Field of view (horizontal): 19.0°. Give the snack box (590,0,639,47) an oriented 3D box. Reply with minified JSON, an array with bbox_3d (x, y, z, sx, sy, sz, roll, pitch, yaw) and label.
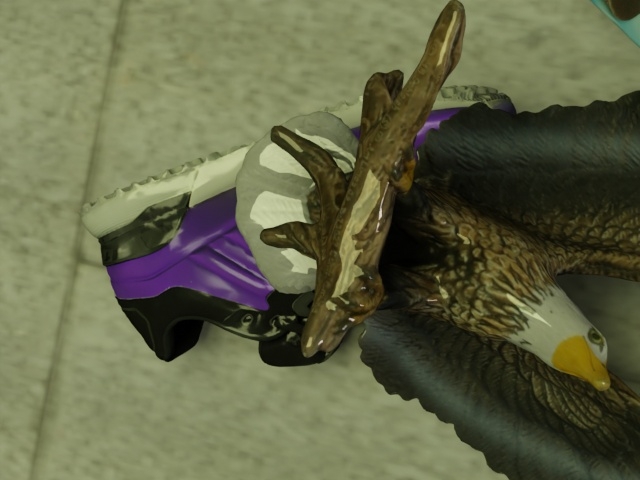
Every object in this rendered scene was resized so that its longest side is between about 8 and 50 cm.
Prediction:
[{"bbox_3d":[0.259,-0.243,1.032,0.187,0.060,0.322,53,124,41],"label":"snack box"}]

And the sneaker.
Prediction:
[{"bbox_3d":[0.000,0.000,1.195,0.293,0.102,0.146,-19,88,23],"label":"sneaker"}]

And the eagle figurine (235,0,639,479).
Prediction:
[{"bbox_3d":[0.115,0.025,1.059,0.226,0.298,0.225,-34,55,38],"label":"eagle figurine"}]
